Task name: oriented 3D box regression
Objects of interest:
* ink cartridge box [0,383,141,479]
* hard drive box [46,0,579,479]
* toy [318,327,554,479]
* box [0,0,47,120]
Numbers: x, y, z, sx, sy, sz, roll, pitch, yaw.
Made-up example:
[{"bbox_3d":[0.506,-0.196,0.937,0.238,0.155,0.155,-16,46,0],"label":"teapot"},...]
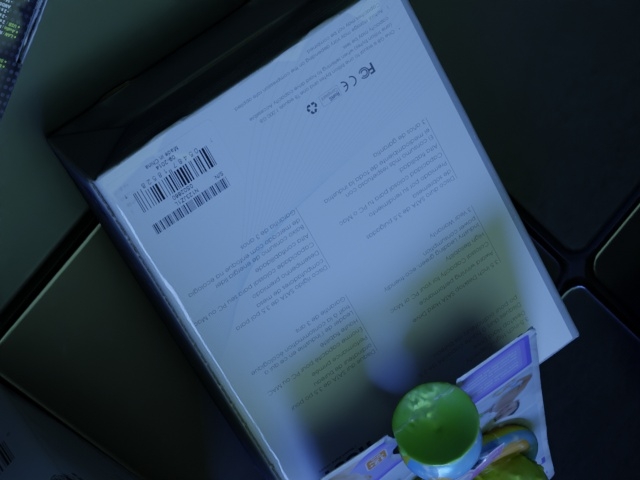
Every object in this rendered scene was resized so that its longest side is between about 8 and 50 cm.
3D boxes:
[{"bbox_3d":[-0.121,0.213,0.927,0.168,0.232,0.171,41,89,-28],"label":"ink cartridge box"},{"bbox_3d":[0.000,0.000,0.992,0.181,0.089,0.232,-34,116,-10],"label":"hard drive box"},{"bbox_3d":[0.077,0.142,1.020,0.137,0.056,0.237,-36,152,-7],"label":"toy"},{"bbox_3d":[-0.268,-0.107,0.859,0.270,0.060,0.216,18,99,-27],"label":"box"}]
